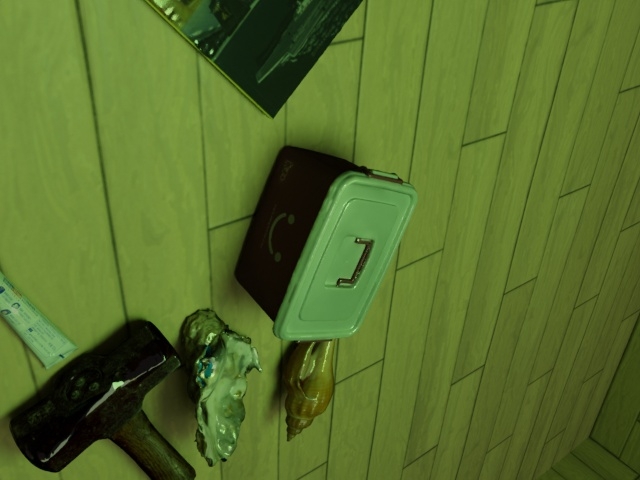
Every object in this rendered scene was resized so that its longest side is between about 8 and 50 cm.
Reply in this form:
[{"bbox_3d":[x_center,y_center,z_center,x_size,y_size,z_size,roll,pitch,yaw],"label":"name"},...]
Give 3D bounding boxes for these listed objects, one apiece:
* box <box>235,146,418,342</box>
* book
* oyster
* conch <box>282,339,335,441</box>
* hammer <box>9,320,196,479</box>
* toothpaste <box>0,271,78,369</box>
[{"bbox_3d":[0.000,0.000,1.022,0.193,0.167,0.294,7,112,-44],"label":"box"},{"bbox_3d":[-0.089,-0.354,0.796,0.263,0.028,0.374,-52,140,0],"label":"book"},{"bbox_3d":[-0.175,0.250,1.067,0.214,0.083,0.223,63,35,-53],"label":"oyster"},{"bbox_3d":[-0.014,0.228,1.243,0.109,0.093,0.331,17,85,-30],"label":"conch"},{"bbox_3d":[-0.287,0.324,1.045,0.242,0.095,0.409,-37,139,-18],"label":"hammer"},{"bbox_3d":[-0.387,0.099,0.835,0.052,0.033,0.218,-36,139,-17],"label":"toothpaste"}]
